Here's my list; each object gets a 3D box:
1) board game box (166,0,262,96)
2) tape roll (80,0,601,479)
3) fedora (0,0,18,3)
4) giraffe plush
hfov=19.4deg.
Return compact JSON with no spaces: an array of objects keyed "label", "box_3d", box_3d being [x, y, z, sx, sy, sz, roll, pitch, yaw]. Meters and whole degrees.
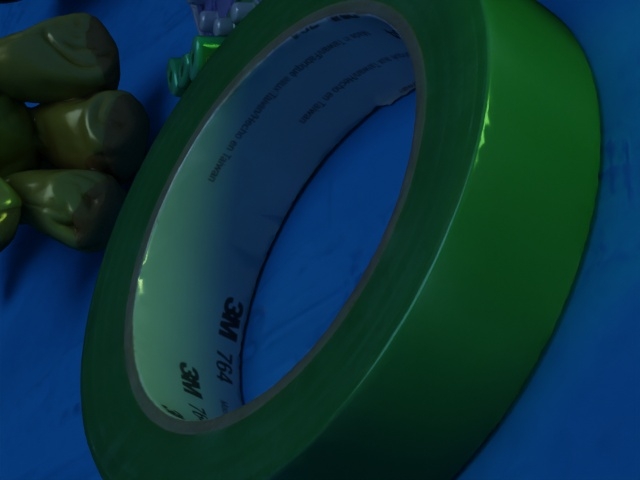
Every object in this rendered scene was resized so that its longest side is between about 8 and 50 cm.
[{"label":"board game box","box_3d":[-0.064,-0.316,1.141,0.390,0.050,0.390,-109,26,-48]},{"label":"tape roll","box_3d":[0.000,0.000,0.948,0.321,0.077,0.321,-38,37,35]},{"label":"fedora","box_3d":[-0.204,-0.314,1.428,0.124,0.244,0.275,6,65,27]},{"label":"giraffe plush","box_3d":[-0.228,-0.050,1.279,0.170,0.210,0.181,114,167,-66]}]
